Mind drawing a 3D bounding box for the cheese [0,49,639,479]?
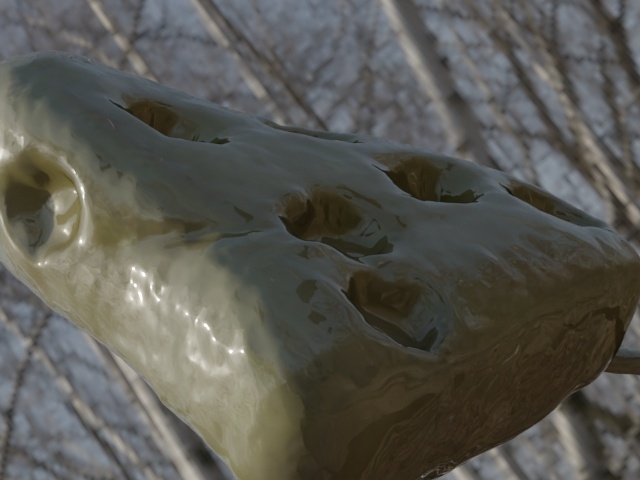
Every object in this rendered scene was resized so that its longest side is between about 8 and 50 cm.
[{"bbox_3d":[0.000,0.000,0.999,0.328,0.351,0.129,-7,-56,-44],"label":"cheese"}]

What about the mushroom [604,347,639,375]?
[{"bbox_3d":[0.255,0.096,1.104,0.068,0.306,0.043,-63,-25,-44],"label":"mushroom"}]
